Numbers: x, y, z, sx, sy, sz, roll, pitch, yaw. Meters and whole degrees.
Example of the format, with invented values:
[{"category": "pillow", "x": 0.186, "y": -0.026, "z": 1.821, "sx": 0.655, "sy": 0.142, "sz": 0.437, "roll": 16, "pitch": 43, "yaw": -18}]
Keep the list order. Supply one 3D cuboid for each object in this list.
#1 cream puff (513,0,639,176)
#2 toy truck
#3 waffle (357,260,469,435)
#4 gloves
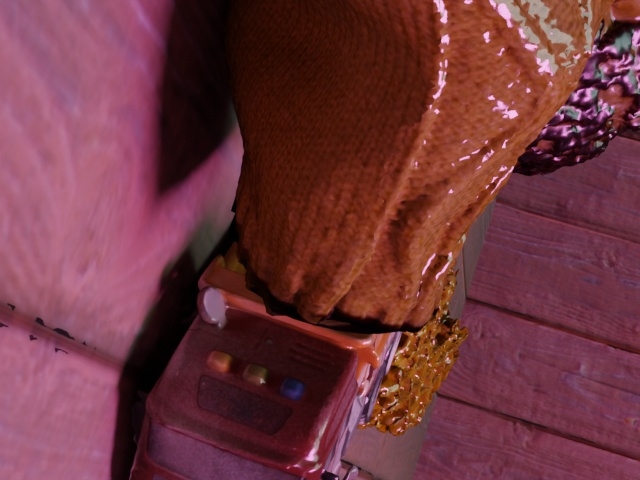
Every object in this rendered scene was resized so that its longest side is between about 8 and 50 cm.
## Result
[{"category": "cream puff", "x": 0.118, "y": -0.142, "z": 0.687, "sx": 0.165, "sy": 0.239, "sz": 0.239, "roll": -121, "pitch": -150, "yaw": -47}, {"category": "toy truck", "x": -0.008, "y": 0.049, "z": 0.695, "sx": 0.270, "sy": 0.114, "sz": 0.135, "roll": -60, "pitch": 166, "yaw": -53}, {"category": "waffle", "x": 0.096, "y": 0.109, "z": 1.324, "sx": 0.193, "sy": 0.070, "sz": 0.197, "roll": 5, "pitch": 109, "yaw": -66}, {"category": "gloves", "x": 0.037, "y": -0.130, "z": 0.517, "sx": 0.203, "sy": 0.155, "sz": 0.356, "roll": -94, "pitch": -174, "yaw": -56}]
